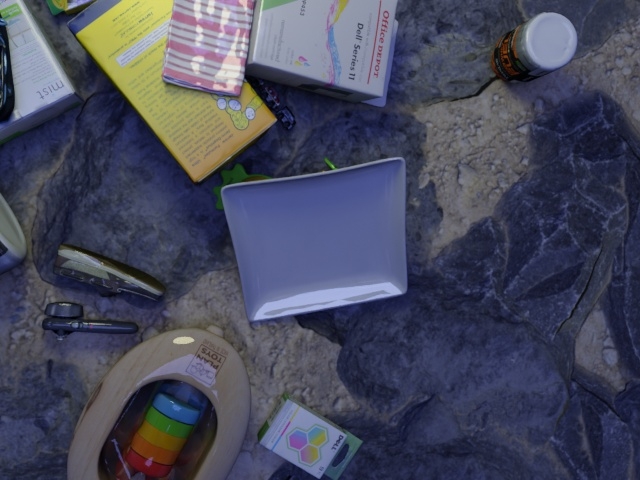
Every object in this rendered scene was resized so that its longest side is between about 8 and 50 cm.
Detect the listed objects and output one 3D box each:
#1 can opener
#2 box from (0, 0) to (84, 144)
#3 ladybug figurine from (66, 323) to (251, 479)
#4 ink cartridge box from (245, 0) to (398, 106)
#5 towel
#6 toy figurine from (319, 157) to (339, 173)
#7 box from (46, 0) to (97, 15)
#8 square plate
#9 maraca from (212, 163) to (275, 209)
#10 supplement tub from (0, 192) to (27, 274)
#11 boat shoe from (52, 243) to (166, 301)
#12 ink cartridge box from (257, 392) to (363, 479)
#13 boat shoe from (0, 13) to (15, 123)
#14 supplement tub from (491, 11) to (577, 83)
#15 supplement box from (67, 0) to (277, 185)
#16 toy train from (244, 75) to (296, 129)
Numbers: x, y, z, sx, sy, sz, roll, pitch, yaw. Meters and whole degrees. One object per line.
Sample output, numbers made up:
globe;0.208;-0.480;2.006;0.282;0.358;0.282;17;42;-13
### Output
can opener;-0.458;0.168;1.358;0.186;0.059;0.073;9;90;-9
box;-0.623;-0.309;1.277;0.262;0.127;0.231;-30;97;-7
ladybug figurine;-0.307;0.364;1.338;0.305;0.162;0.449;32;87;-10
ink cartridge box;0.023;-0.396;1.335;0.354;0.119;0.207;8;91;-28
towel;-0.196;-0.361;1.199;0.144;0.029;0.196;9;87;-14
toy figurine;0.007;-0.064;1.390;0.159;0.130;0.173;-45;139;6
box;-0.459;-0.515;1.338;0.179;0.043;0.105;-24;96;-10
square plate;0.000;0.000;1.351;0.344;0.049;0.347;-10;128;-4
maraca;-0.136;-0.078;1.384;0.186;0.099;0.127;32;102;13
supplement tub;-0.735;0.026;1.232;0.338;0.207;0.207;-28;96;-7
boat shoe;-0.421;0.078;1.354;0.224;0.080;0.073;24;94;-4
ink cartridge box;-0.017;0.425;1.439;0.209;0.062;0.109;34;86;-9
boat shoe;-0.573;-0.335;1.171;0.109;0.089;0.258;-21;99;-22
supplement tub;0.435;-0.393;1.414;0.117;0.190;0.116;0;91;-9
supplement box;-0.273;-0.301;1.300;0.195;0.194;0.356;-39;98;-6
toy train;-0.104;-0.300;1.412;0.036;0.027;0.158;-39;98;-9
